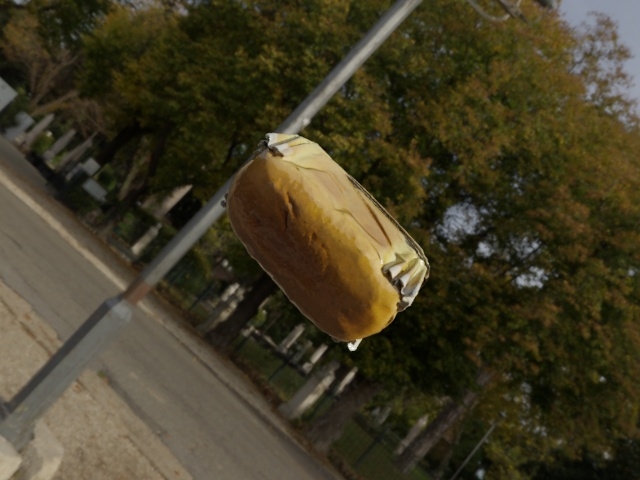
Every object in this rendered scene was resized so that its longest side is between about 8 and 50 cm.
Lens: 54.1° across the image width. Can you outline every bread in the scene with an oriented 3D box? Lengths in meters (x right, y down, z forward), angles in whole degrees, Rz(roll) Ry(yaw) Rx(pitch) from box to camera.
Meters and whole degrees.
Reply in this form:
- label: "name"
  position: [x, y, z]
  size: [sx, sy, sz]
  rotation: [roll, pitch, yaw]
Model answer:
- label: "bread"
  position: [0.000, 0.000, 0.715]
  size: [0.241, 0.107, 0.136]
  rotation: [47, -50, 7]
